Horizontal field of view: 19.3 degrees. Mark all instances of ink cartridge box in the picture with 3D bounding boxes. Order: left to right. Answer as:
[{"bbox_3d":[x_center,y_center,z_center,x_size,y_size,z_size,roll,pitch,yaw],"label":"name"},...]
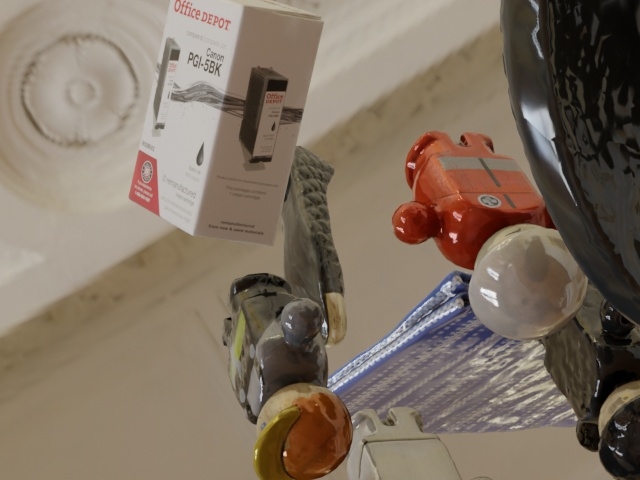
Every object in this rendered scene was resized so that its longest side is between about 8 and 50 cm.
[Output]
[{"bbox_3d":[-0.057,-0.075,1.092,0.056,0.099,0.135,7,-80,-31],"label":"ink cartridge box"}]

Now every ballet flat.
[{"bbox_3d":[0.000,0.000,1.254,0.049,0.173,0.057,9,-45,-21],"label":"ballet flat"}]

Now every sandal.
[{"bbox_3d":[0.169,-0.183,0.715,0.167,0.107,0.446,13,-99,-34],"label":"sandal"}]

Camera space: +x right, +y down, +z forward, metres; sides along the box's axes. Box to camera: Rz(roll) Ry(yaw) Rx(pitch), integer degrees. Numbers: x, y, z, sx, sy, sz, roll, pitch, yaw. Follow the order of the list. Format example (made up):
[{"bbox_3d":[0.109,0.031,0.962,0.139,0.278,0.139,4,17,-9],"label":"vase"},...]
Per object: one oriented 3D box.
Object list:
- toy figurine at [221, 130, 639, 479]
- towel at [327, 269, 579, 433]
[{"bbox_3d":[0.071,0.075,0.985,0.209,0.148,0.213,-35,-52,6],"label":"toy figurine"},{"bbox_3d":[0.152,0.089,1.444,0.336,0.040,0.243,3,-30,-39],"label":"towel"}]
